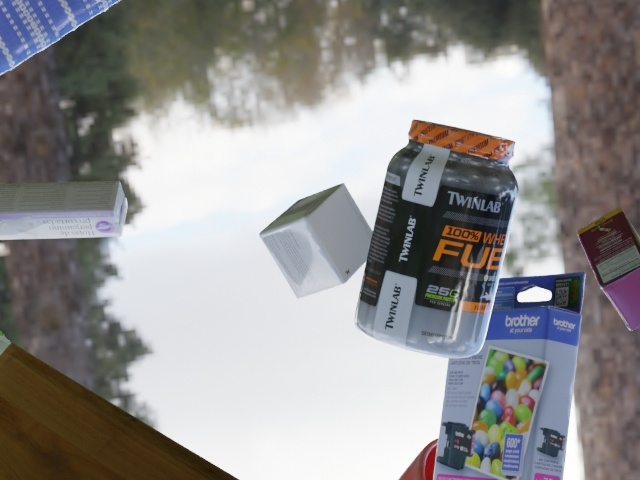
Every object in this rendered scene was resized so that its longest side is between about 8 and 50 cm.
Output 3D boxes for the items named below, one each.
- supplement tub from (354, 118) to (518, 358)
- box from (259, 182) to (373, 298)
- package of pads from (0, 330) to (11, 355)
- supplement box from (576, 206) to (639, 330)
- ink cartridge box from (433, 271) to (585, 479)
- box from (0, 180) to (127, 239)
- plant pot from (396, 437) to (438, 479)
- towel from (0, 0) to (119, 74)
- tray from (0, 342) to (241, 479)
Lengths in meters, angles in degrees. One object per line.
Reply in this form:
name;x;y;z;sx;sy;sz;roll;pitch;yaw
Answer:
supplement tub;0.102;-0.003;1.347;0.117;0.190;0.117;12;-173;-1
box;0.000;0.000;1.970;0.087;0.101;0.102;-20;-164;41
package of pads;-0.596;0.231;2.256;0.101;0.229;0.296;40;-164;25
supplement box;0.242;0.022;1.246;0.043;0.055;0.083;-30;-148;13
ink cartridge box;0.221;0.188;1.876;0.065;0.311;0.186;17;168;-31
box;-0.453;-0.043;2.332;0.324;0.063;0.067;-2;-130;6
plant pot;0.158;0.442;2.114;0.243;0.275;0.275;-46;175;26
towel;-0.243;-0.321;1.436;0.336;0.243;0.040;-36;-155;-21
tray;-0.265;0.273;1.691;0.411;0.076;0.203;24;-114;38
